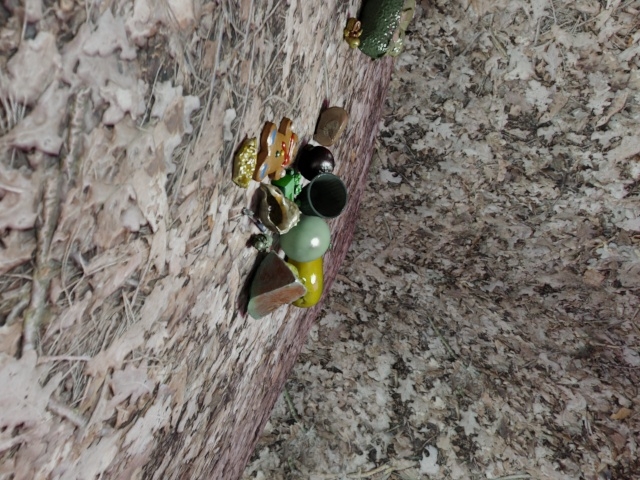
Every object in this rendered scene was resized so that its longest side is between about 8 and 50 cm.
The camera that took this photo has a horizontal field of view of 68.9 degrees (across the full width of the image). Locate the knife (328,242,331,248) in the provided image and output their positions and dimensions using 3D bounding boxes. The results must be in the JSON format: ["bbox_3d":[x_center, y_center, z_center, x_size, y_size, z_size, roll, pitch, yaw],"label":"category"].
[{"bbox_3d":[-0.002,0.000,2.240,0.293,0.020,0.043,-152,-130,-68],"label":"knife"}]

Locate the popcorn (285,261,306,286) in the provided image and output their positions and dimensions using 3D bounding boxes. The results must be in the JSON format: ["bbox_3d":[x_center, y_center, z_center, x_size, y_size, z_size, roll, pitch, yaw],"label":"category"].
[{"bbox_3d":[-0.145,0.156,1.962,0.141,0.162,0.135,62,33,-54],"label":"popcorn"}]

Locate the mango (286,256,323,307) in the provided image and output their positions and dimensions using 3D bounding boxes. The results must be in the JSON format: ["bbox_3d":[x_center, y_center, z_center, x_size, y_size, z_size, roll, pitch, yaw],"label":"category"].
[{"bbox_3d":[-0.066,0.132,2.179,0.253,0.182,0.365,87,11,-75],"label":"mango"}]

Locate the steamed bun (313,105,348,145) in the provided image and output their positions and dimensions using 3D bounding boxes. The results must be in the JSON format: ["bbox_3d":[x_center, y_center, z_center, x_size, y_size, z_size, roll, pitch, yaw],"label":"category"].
[{"bbox_3d":[0.042,-0.473,1.932,0.175,0.106,0.145,-59,179,15],"label":"steamed bun"}]

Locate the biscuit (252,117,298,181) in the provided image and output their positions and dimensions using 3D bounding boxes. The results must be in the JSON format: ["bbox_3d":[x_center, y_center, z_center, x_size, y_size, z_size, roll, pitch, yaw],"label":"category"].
[{"bbox_3d":[-0.126,-0.291,1.501,0.324,0.049,0.205,-41,148,-75],"label":"biscuit"}]

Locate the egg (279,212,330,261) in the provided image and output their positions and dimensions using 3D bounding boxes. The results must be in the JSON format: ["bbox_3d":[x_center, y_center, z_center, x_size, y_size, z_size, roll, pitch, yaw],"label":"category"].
[{"bbox_3d":[-0.061,-0.012,1.908,0.282,0.203,0.203,-12,121,-76],"label":"egg"}]

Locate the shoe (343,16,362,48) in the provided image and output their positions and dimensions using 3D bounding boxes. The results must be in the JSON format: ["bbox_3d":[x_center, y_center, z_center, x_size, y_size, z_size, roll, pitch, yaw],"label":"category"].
[{"bbox_3d":[0.126,-0.816,1.833,0.069,0.072,0.109,50,-56,55],"label":"shoe"}]

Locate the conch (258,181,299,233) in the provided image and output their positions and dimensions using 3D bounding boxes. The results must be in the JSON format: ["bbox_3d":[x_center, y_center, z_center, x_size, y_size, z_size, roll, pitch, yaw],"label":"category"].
[{"bbox_3d":[-0.141,-0.099,1.525,0.155,0.130,0.207,-111,180,-46],"label":"conch"}]

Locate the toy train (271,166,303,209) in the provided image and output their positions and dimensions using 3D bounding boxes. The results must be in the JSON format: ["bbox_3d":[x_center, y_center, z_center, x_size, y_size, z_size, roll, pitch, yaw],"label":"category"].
[{"bbox_3d":[-0.125,-0.147,1.687,0.119,0.085,0.251,-56,161,-40],"label":"toy train"}]

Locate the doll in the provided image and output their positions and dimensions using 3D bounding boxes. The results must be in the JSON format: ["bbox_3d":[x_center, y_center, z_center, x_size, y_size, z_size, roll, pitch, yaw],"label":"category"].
[{"bbox_3d":[0.285,-0.938,1.995,0.349,0.247,0.247,-62,169,-6],"label":"doll"}]

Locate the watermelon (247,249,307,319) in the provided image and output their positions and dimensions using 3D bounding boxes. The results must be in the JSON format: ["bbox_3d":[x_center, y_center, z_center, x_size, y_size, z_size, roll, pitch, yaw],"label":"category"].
[{"bbox_3d":[-0.160,0.181,1.746,0.262,0.201,0.213,-64,160,-19],"label":"watermelon"}]

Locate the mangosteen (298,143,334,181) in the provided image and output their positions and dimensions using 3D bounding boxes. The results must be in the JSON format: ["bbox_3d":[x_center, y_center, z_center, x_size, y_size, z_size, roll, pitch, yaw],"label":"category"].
[{"bbox_3d":[-0.020,-0.305,1.820,0.152,0.152,0.152,19,90,-80],"label":"mangosteen"}]

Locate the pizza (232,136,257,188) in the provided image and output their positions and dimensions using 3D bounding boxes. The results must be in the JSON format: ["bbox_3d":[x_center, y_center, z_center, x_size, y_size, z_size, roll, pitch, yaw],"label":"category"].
[{"bbox_3d":[-0.201,-0.203,1.268,0.099,0.036,0.160,-55,161,-59],"label":"pizza"}]

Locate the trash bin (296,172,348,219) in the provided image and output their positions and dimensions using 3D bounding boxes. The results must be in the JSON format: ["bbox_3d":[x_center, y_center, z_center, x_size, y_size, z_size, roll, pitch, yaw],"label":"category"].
[{"bbox_3d":[-0.008,-0.162,1.782,0.161,0.175,0.175,-4,-118,61],"label":"trash bin"}]

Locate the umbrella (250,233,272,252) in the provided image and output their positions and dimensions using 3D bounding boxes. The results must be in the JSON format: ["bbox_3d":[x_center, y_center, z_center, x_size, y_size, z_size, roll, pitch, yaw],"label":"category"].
[{"bbox_3d":[-0.201,0.007,1.601,0.143,0.062,0.067,-70,142,-80],"label":"umbrella"}]

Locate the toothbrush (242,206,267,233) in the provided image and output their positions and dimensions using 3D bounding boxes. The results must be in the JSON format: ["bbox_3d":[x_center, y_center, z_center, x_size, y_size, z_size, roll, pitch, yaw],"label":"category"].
[{"bbox_3d":[-0.208,-0.061,1.535,0.288,0.026,0.024,66,47,-77],"label":"toothbrush"}]
